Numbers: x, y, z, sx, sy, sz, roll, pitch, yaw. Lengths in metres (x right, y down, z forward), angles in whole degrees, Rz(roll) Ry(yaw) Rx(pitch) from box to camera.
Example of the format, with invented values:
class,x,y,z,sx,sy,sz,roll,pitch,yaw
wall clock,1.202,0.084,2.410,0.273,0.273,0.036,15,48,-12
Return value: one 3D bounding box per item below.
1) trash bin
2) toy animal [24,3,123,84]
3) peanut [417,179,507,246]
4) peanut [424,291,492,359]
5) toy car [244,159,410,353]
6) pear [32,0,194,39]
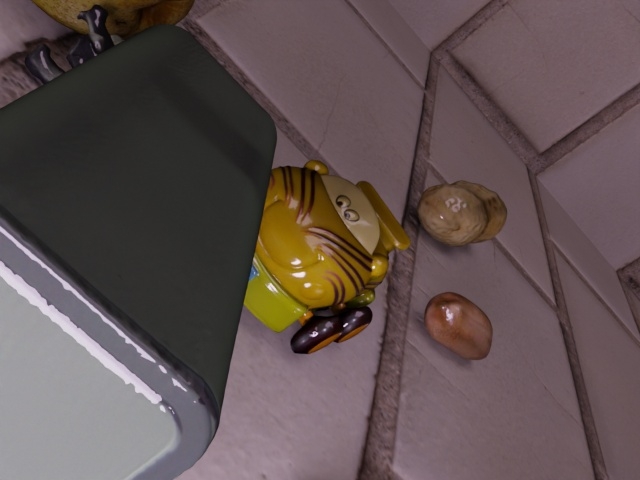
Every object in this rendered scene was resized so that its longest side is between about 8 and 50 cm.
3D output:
class,x,y,z,sx,sy,sz,roll,pitch,yaw
trash bin,-0.148,0.016,0.479,0.158,0.223,0.343,46,21,-14
toy animal,-0.202,-0.135,0.751,0.121,0.094,0.225,48,12,-34
peanut,0.253,-0.055,1.461,0.125,0.111,0.274,54,22,17
peanut,0.201,0.123,1.150,0.152,0.076,0.076,37,26,-42
toy car,0.000,0.000,0.863,0.200,0.142,0.248,56,21,11
pear,-0.223,-0.311,0.843,0.211,0.188,0.228,44,23,2
